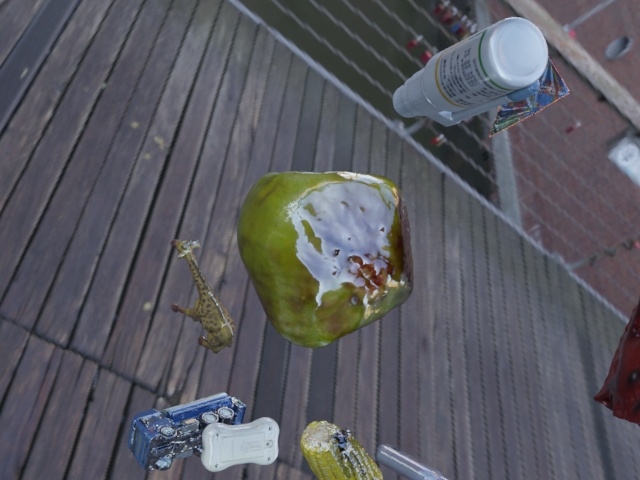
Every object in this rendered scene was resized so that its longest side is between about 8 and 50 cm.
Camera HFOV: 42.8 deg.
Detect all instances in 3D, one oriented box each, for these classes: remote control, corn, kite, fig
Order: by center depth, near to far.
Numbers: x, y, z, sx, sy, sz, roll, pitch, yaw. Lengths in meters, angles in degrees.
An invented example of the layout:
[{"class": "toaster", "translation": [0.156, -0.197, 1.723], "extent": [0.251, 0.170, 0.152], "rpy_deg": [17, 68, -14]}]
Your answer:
[{"class": "fig", "translation": [0.000, 0.000, 0.681], "extent": [0.144, 0.154, 0.165], "rpy_deg": [-16, 45, -43]}, {"class": "corn", "translation": [0.028, 0.281, 1.016], "extent": [0.203, 0.072, 0.072], "rpy_deg": [61, 17, -50]}, {"class": "remote control", "translation": [-0.122, 0.310, 1.244], "extent": [0.122, 0.032, 0.074], "rpy_deg": [1, 97, -27]}, {"class": "kite", "translation": [0.313, -0.249, 1.285], "extent": [0.159, 0.190, 0.010], "rpy_deg": [18, 12, 15]}]

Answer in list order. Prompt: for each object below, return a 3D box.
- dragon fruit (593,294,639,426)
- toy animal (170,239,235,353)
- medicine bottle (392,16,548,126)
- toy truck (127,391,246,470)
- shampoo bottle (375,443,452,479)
[{"class": "dragon fruit", "translation": [0.345, 0.036, 0.551], "extent": [0.240, 0.302, 0.330], "rpy_deg": [-23, 121, -56]}, {"class": "toy animal", "translation": [-0.206, 0.107, 1.431], "extent": [0.149, 0.275, 0.054], "rpy_deg": [41, 61, 21]}, {"class": "medicine bottle", "translation": [0.145, -0.151, 0.793], "extent": [0.092, 0.220, 0.061], "rpy_deg": [22, 81, -18]}, {"class": "toy truck", "translation": [-0.206, 0.294, 1.298], "extent": [0.201, 0.074, 0.088], "rpy_deg": [-8, 32, -44]}, {"class": "shampoo bottle", "translation": [0.177, 0.412, 1.445], "extent": [0.165, 0.040, 0.080], "rpy_deg": [23, -10, 34]}]
